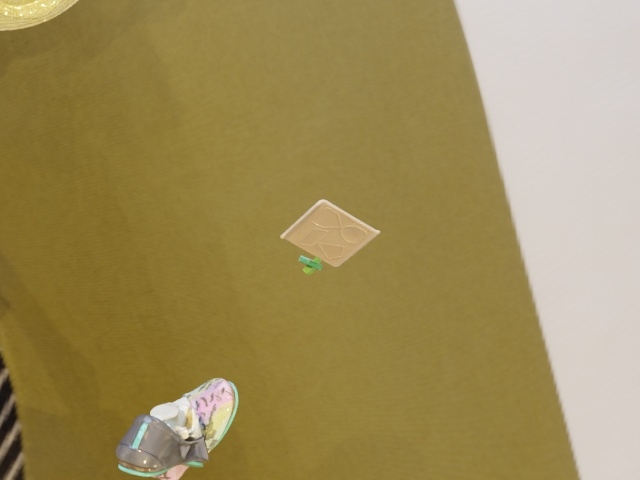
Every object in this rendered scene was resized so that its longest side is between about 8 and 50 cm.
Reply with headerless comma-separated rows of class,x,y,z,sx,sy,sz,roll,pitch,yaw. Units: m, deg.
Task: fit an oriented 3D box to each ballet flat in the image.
ballet flat,-0.174,0.233,1.183,0.079,0.221,0.077,6,55,-29
ballet flat,-0.154,0.204,1.029,0.074,0.203,0.074,-1,80,8

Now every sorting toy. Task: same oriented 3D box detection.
sorting toy,0.000,0.000,0.799,0.062,0.083,0.012,27,45,-25

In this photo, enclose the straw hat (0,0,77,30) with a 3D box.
straw hat,-0.192,-0.176,0.638,0.144,0.061,0.144,-24,143,-19
